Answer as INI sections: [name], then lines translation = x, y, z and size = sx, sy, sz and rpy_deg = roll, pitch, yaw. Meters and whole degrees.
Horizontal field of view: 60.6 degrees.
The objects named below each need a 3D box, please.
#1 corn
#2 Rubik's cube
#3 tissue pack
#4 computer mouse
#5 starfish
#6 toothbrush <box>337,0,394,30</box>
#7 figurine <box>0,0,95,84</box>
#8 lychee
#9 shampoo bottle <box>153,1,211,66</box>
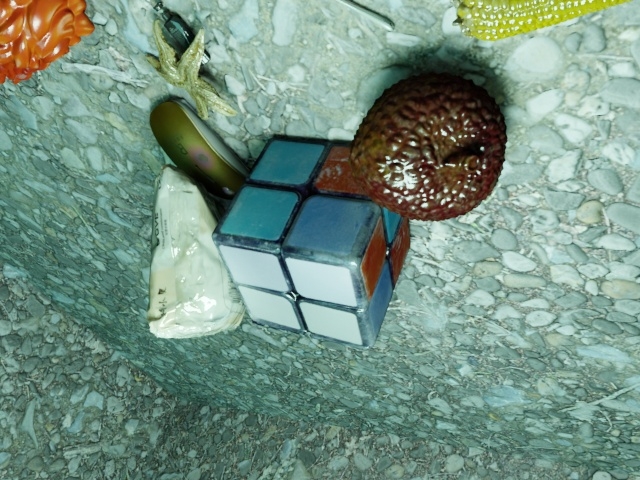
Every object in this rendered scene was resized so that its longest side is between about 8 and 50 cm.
[corn]
translation = 0.328, -0.342, 0.717
size = 0.306, 0.106, 0.106
rpy_deg = -6, 135, 31
[Rubik's cube]
translation = 0.000, 0.000, 1.179
size = 0.317, 0.318, 0.313
rpy_deg = 9, 143, 21
[tissue pack]
translation = -0.279, 0.038, 1.288
size = 0.195, 0.375, 0.390
rpy_deg = -6, 170, 4
[computer mouse]
translation = -0.276, -0.199, 1.307
size = 0.158, 0.071, 0.310
rpy_deg = -10, 133, 43
[starfish]
translation = -0.270, -0.337, 1.113
size = 0.236, 0.062, 0.277
rpy_deg = 37, 161, 6
[toothbrush]
translation = 0.033, -0.399, 0.894
size = 0.204, 0.017, 0.022
rpy_deg = 29, 135, -4
[figurine]
translation = -0.646, -0.487, 1.056
size = 0.412, 0.241, 0.306
rpy_deg = 44, 121, 3
[lychee]
translation = 0.181, -0.157, 0.935
size = 0.261, 0.260, 0.260
rpy_deg = 17, 145, 12
[shampoo bottle]
translation = -0.269, -0.403, 1.069
size = 0.048, 0.027, 0.137
rpy_deg = -5, 136, 49
